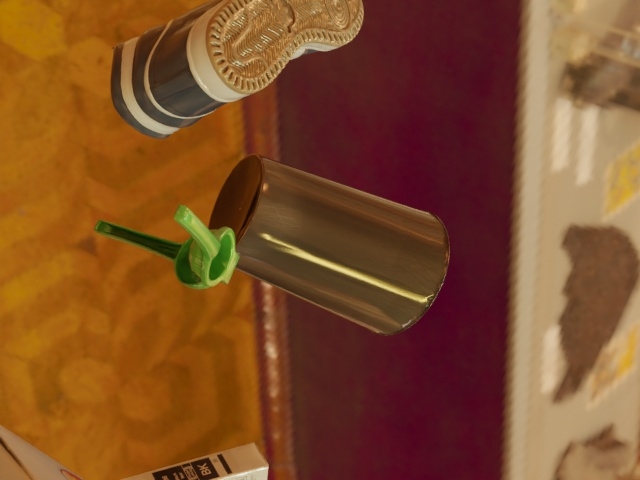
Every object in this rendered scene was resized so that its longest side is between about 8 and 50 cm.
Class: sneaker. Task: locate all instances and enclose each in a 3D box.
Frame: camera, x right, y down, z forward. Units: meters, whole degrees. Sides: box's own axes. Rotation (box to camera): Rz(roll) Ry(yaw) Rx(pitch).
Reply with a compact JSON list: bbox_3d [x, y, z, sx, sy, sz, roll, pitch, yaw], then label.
[{"bbox_3d":[-0.078,-0.177,1.337,0.099,0.153,0.282,62,34,-10],"label":"sneaker"}]

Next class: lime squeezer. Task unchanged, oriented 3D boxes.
[{"bbox_3d":[-0.121,0.000,1.383,0.110,0.310,0.059,44,75,-14],"label":"lime squeezer"}]

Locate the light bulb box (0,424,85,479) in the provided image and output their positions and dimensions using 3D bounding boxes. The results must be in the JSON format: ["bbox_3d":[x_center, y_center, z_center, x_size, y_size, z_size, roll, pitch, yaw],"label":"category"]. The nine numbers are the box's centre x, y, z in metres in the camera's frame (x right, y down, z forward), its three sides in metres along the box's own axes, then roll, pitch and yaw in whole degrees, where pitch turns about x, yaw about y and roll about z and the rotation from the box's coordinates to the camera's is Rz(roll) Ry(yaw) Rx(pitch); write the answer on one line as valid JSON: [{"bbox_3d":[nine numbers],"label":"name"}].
[{"bbox_3d":[-0.174,0.381,1.292,0.361,0.358,0.225,42,82,-35],"label":"light bulb box"}]

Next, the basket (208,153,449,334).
[{"bbox_3d":[0.000,0.000,1.705,0.226,0.204,0.154,21,83,-25],"label":"basket"}]

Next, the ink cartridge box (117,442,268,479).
[{"bbox_3d":[-0.243,0.421,2.272,0.332,0.065,0.165,-13,131,-25],"label":"ink cartridge box"}]
